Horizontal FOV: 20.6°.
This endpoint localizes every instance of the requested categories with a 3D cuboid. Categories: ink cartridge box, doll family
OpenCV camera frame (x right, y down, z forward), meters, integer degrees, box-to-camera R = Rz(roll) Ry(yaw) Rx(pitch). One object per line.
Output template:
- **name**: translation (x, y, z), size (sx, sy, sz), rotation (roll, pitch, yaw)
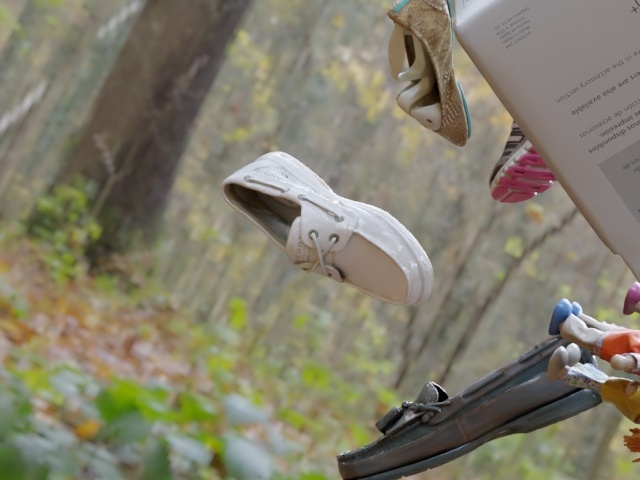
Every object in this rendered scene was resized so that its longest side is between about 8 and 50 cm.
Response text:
- **ink cartridge box**: translation (0.285, -0.139, 1.176), size (0.272, 0.309, 0.130), rotation (53, 18, -21)
- **doll family**: translation (0.307, 0.125, 1.559), size (0.163, 0.118, 0.263), rotation (26, 20, 28)

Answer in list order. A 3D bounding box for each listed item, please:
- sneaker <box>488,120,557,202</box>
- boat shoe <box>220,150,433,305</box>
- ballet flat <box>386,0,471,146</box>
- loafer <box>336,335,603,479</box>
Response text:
- **sneaker**: translation (0.210, -0.112, 1.714), size (0.063, 0.170, 0.074), rotation (5, 41, -26)
- **boat shoe**: translation (0.000, 0.000, 1.924), size (0.277, 0.098, 0.096), rotation (32, 39, 33)
- **ballet flat**: translation (0.100, -0.164, 1.733), size (0.073, 0.067, 0.206), rotation (43, -22, 44)
- **loafer**: translation (0.134, 0.156, 1.661), size (0.096, 0.268, 0.084), rotation (-21, 91, -85)
